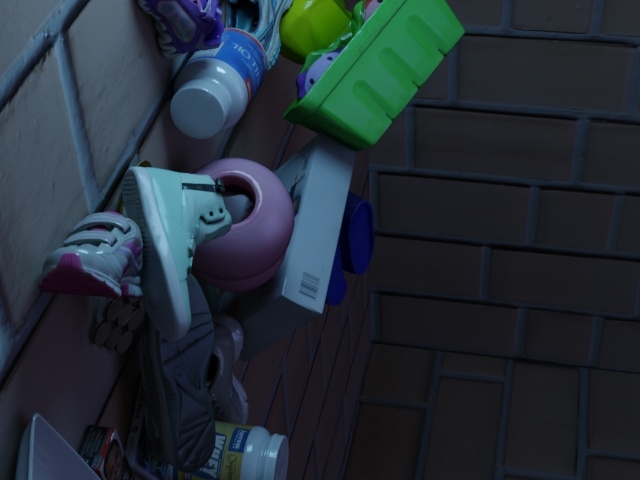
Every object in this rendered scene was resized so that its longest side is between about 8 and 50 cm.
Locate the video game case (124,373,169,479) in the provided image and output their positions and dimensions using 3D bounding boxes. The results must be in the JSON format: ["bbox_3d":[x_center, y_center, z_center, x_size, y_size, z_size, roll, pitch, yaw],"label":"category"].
[{"bbox_3d":[-0.273,0.302,1.901,0.201,0.023,0.184,74,24,-67],"label":"video game case"}]

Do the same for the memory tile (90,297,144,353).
[{"bbox_3d":[-0.277,0.089,1.653,0.148,0.012,0.113,-64,161,-5],"label":"memory tile"}]

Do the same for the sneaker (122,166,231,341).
[{"bbox_3d":[-0.178,0.013,1.606,0.094,0.151,0.256,-37,-119,51],"label":"sneaker"}]

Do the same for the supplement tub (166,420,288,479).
[{"bbox_3d":[-0.166,0.394,2.038,0.144,0.199,0.144,5,90,-80],"label":"supplement tub"}]

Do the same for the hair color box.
[{"bbox_3d":[-0.311,0.334,1.654,0.141,0.043,0.072,83,18,-49],"label":"hair color box"}]

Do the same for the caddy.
[{"bbox_3d":[0.000,0.000,2.822,0.241,0.179,0.341,-50,153,-28],"label":"caddy"}]

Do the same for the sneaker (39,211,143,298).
[{"bbox_3d":[-0.289,0.016,1.473,0.252,0.102,0.111,53,42,-87],"label":"sneaker"}]

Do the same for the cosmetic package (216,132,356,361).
[{"bbox_3d":[-0.073,0.015,2.227,0.284,0.097,0.377,-39,-148,50],"label":"cosmetic package"}]

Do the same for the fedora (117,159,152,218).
[{"bbox_3d":[-0.245,-0.023,1.719,0.194,0.079,0.194,6,90,-80],"label":"fedora"}]

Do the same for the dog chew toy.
[{"bbox_3d":[-0.146,-0.005,1.976,0.332,0.206,0.207,91,8,-68],"label":"dog chew toy"}]

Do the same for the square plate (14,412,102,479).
[{"bbox_3d":[-0.323,0.441,1.436,0.347,0.049,0.344,71,14,-55],"label":"square plate"}]

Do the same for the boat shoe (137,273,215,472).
[{"bbox_3d":[-0.233,0.200,1.782,0.118,0.103,0.321,-20,110,-46],"label":"boat shoe"}]

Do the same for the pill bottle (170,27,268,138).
[{"bbox_3d":[-0.169,-0.254,1.880,0.221,0.124,0.124,-69,162,-55],"label":"pill bottle"}]

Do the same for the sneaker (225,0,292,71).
[{"bbox_3d":[-0.116,-0.453,2.125,0.122,0.110,0.283,46,46,-63],"label":"sneaker"}]

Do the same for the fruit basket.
[{"bbox_3d":[0.033,-0.396,2.208,0.283,0.392,0.392,-178,-86,-80],"label":"fruit basket"}]

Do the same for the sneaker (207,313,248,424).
[{"bbox_3d":[-0.203,0.273,2.124,0.121,0.099,0.263,-41,132,-58],"label":"sneaker"}]

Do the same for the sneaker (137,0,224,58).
[{"bbox_3d":[-0.202,-0.354,1.704,0.236,0.104,0.095,70,29,-65],"label":"sneaker"}]
